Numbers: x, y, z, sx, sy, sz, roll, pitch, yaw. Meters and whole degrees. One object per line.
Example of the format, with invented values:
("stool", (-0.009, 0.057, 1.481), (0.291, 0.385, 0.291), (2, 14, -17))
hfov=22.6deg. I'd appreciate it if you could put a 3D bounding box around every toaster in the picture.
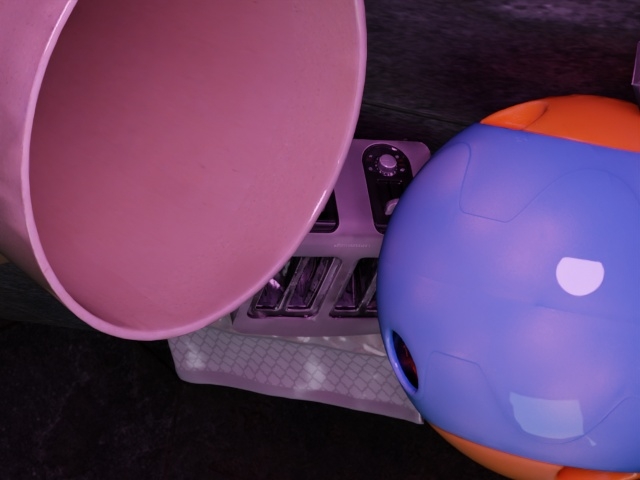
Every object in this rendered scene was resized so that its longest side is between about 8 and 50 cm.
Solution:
("toaster", (0.000, 0.000, 1.410), (0.168, 0.110, 0.186), (2, 143, -19))

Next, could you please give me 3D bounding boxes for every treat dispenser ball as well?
("treat dispenser ball", (0.185, 0.038, 1.176), (0.288, 0.288, 0.288), (10, 170, 2))

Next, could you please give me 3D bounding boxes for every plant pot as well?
("plant pot", (-0.159, -0.111, 0.932), (0.274, 0.257, 0.256), (24, 180, 35))

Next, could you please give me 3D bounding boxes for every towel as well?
("towel", (-0.050, 0.051, 1.665), (0.331, 0.053, 0.317), (8, 134, 27))

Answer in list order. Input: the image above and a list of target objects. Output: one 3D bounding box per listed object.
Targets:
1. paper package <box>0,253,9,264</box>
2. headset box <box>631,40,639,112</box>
("paper package", (-0.419, -0.051, 1.309), (0.324, 0.168, 0.309), (-17, 166, 2))
("headset box", (0.241, -0.105, 1.063), (0.062, 0.032, 0.083), (7, 171, 17))
